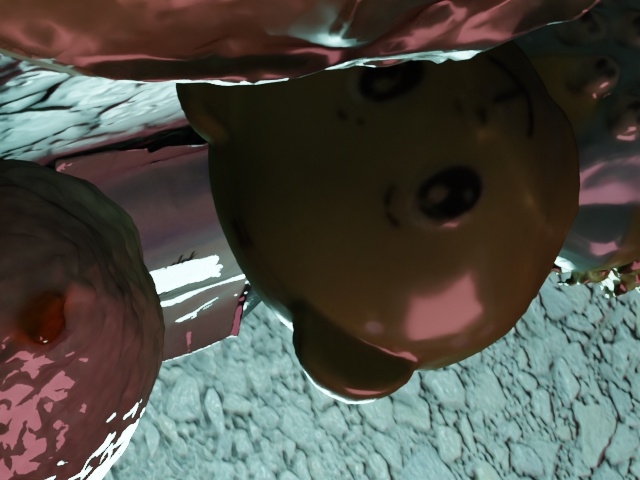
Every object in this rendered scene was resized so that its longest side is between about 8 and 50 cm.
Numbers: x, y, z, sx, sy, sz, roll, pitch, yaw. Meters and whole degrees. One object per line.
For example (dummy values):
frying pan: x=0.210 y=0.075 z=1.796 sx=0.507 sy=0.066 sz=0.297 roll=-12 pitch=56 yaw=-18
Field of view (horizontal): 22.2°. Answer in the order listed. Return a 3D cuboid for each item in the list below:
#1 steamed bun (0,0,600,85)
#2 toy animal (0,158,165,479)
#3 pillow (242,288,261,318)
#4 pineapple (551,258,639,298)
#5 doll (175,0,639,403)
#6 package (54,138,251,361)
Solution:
steamed bun: x=0.017 y=-0.093 z=0.363 sx=0.212 sy=0.110 sz=0.231 roll=-25 pitch=177 yaw=36
toy animal: x=-0.192 y=0.063 z=0.763 sx=0.226 sy=0.188 sz=0.358 roll=-25 pitch=177 yaw=-25
pillow: x=-0.142 y=0.040 z=1.254 sx=0.250 sy=0.106 sz=0.186 roll=-19 pitch=-178 yaw=-3
pineapple: x=0.211 y=-0.043 z=1.383 sx=0.357 sy=0.223 sz=0.223 roll=-13 pitch=179 yaw=27
doll: x=0.071 y=-0.047 z=0.745 sx=0.261 sy=0.177 sz=0.161 roll=-23 pitch=177 yaw=-31
package: x=-0.105 y=0.008 z=1.031 sx=0.204 sy=0.062 sz=0.251 roll=-18 pitch=149 yaw=-34
